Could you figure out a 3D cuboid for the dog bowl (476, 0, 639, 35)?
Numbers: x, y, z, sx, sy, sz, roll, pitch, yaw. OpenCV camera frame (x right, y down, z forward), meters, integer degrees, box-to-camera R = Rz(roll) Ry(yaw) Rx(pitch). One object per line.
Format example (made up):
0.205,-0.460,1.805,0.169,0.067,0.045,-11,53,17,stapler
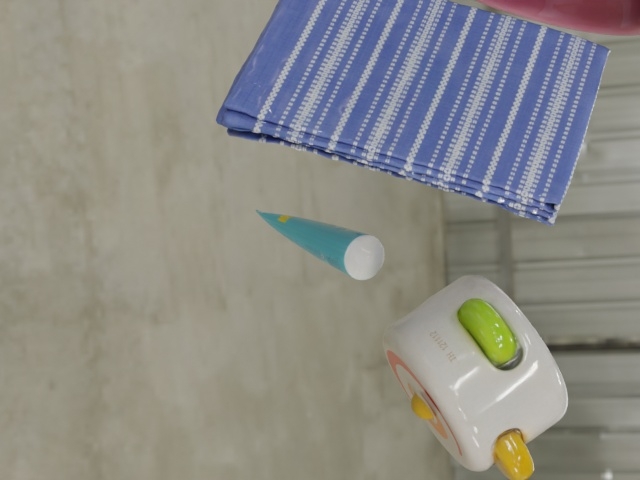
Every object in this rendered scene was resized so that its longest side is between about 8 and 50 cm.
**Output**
0.243,-0.355,1.539,0.150,0.408,0.408,-70,160,-1,dog bowl

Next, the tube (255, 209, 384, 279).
0.000,0.000,1.645,0.080,0.207,0.052,33,84,-31,tube

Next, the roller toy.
0.165,0.151,1.537,0.209,0.146,0.191,60,-9,-21,roller toy

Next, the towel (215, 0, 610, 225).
0.093,-0.148,1.347,0.040,0.336,0.243,96,14,-51,towel
